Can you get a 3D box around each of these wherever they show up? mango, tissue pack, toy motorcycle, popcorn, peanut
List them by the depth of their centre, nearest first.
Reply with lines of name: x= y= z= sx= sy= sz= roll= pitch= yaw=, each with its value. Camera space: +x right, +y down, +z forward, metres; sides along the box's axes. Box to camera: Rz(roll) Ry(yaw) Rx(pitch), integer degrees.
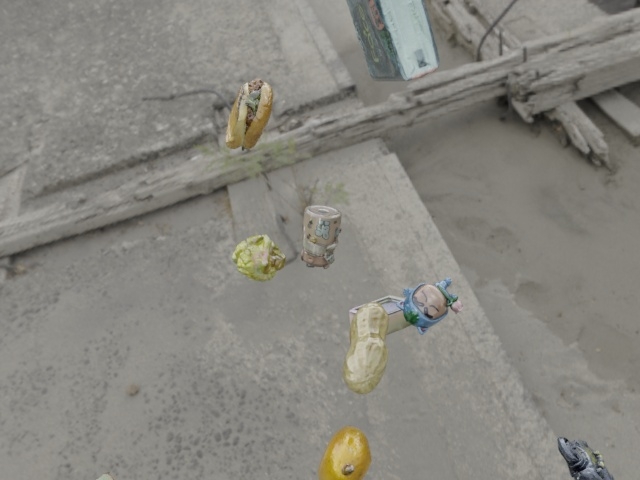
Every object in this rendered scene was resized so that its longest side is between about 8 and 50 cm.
toy motorcycle: x=0.528 y=0.451 z=1.181 sx=0.061 sy=0.193 sz=0.124 roll=-40 pitch=46 yaw=19
tissue pack: x=0.146 y=-0.454 z=1.273 sx=0.103 sy=0.228 sz=0.316 roll=-20 pitch=16 yaw=-1
peanut: x=0.126 y=0.276 z=1.609 sx=0.111 sy=0.125 sz=0.275 roll=24 pitch=46 yaw=-14
mango: x=0.058 y=0.584 z=1.611 sx=0.119 sy=0.317 sz=0.177 roll=23 pitch=70 yaw=-2
popcorn: x=-0.179 y=0.053 z=1.739 sx=0.126 sy=0.145 sz=0.126 roll=-28 pitch=35 yaw=36

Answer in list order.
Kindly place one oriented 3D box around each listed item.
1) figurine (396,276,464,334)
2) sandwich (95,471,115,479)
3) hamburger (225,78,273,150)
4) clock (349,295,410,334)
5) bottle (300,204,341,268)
figurine: x=0.282 y=0.141 z=1.470 sx=0.178 sy=0.114 sz=0.144 roll=-24 pitch=-7 yaw=-43
sandwich: x=-0.344 y=0.474 z=1.000 sx=0.079 sy=0.113 sz=0.163 roll=-39 pitch=82 yaw=-14
hamburger: x=-0.084 y=-0.148 z=0.714 sx=0.044 sy=0.083 sz=0.076 roll=11 pitch=64 yaw=-14
clock: x=0.205 y=0.243 z=1.946 sx=0.191 sy=0.071 sz=0.147 roll=-15 pitch=13 yaw=-31
bottle: x=0.000 y=0.000 z=1.444 sx=0.098 sy=0.152 sz=0.099 roll=7 pitch=18 yaw=-2
